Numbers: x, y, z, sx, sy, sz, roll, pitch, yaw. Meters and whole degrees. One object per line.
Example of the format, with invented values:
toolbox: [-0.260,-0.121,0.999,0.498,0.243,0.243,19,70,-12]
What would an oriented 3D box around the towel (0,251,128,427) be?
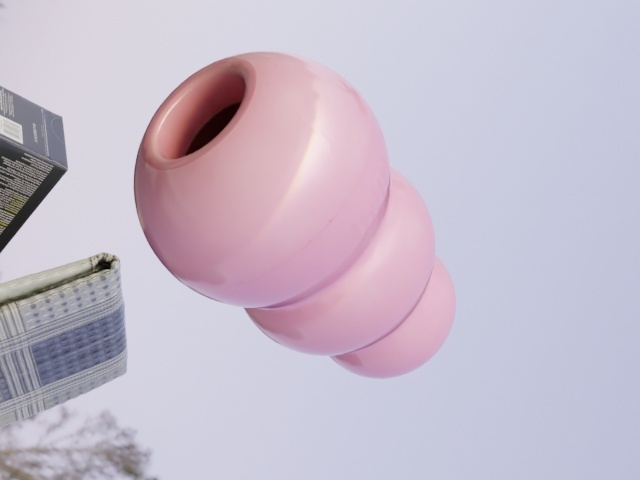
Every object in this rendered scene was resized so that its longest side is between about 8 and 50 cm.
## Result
towel: [-0.394,0.145,1.460,0.056,0.324,0.312,60,-20,24]

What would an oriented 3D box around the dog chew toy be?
dog chew toy: [0.000,0.000,0.987,0.206,0.332,0.207,-25,-140,23]

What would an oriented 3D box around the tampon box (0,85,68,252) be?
tampon box: [-0.405,-0.088,1.487,0.161,0.101,0.120,-46,-142,22]
